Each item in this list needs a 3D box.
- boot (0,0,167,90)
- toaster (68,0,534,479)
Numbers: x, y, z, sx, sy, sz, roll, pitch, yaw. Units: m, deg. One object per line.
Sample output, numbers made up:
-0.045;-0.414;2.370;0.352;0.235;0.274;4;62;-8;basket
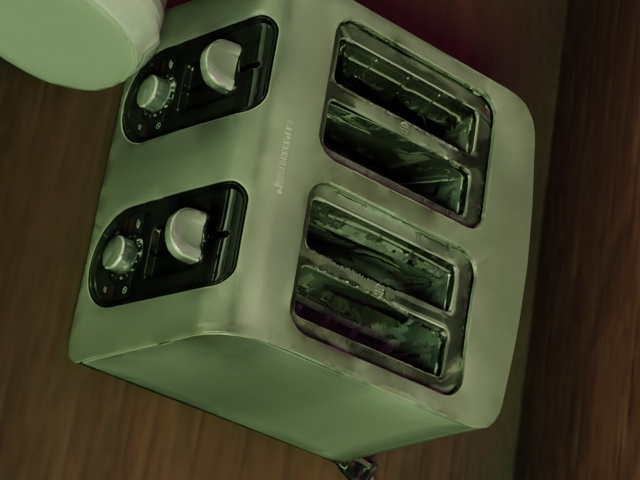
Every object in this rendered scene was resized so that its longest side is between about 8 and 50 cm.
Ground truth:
-0.156;-0.177;0.743;0.258;0.095;0.123;40;49;-36;boot
0.000;0.000;0.805;0.186;0.110;0.168;26;64;-33;toaster
